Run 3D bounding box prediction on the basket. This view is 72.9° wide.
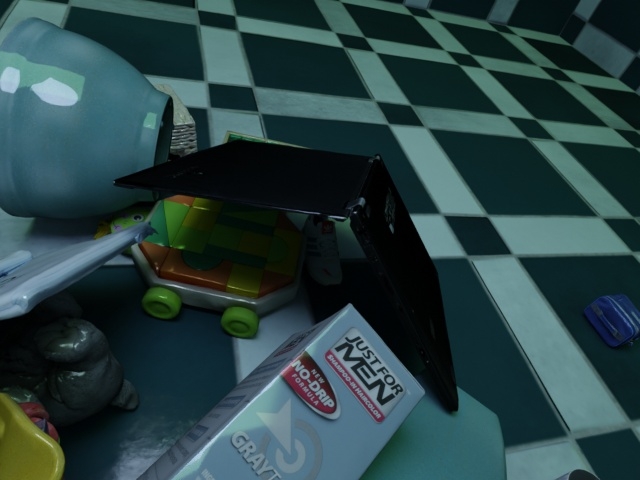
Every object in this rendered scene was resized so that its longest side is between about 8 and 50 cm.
[{"bbox_3d":[-0.329,-0.234,0.886,0.113,0.103,0.167,-17,55,-31],"label":"basket"}]

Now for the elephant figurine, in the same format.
[{"bbox_3d":[-0.343,0.164,0.436,0.186,0.169,0.239,42,54,10],"label":"elephant figurine"}]

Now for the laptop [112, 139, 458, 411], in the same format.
[{"bbox_3d":[0.000,0.000,0.651,0.408,0.236,0.382,61,19,-13],"label":"laptop"}]

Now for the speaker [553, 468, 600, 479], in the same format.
[{"bbox_3d":[0.280,0.323,0.519,0.055,0.136,0.055,9,44,-9],"label":"speaker"}]

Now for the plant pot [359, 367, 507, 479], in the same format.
[{"bbox_3d":[0.107,0.276,0.494,0.165,0.166,0.234,35,41,16],"label":"plant pot"}]

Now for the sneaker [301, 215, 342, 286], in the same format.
[{"bbox_3d":[0.004,0.006,0.782,0.057,0.075,0.161,0,47,-19],"label":"sneaker"}]

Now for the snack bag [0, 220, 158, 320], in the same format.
[{"bbox_3d":[-0.369,0.053,0.428,0.341,0.037,0.323,-16,12,-2],"label":"snack bag"}]

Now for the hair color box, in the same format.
[{"bbox_3d":[-0.094,0.230,0.381,0.374,0.185,0.114,-40,88,-29],"label":"hair color box"}]

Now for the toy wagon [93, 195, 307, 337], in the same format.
[{"bbox_3d":[-0.199,0.009,0.715,0.343,0.068,0.267,14,44,-5],"label":"toy wagon"}]

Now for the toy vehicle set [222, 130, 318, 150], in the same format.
[{"bbox_3d":[-0.086,-0.152,0.937,0.266,0.035,0.166,10,44,-9],"label":"toy vehicle set"}]

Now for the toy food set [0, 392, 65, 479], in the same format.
[{"bbox_3d":[-0.219,0.182,0.323,0.071,0.217,0.128,19,74,-42],"label":"toy food set"}]

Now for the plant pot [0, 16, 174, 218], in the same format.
[{"bbox_3d":[-0.344,-0.163,0.681,0.196,0.293,0.293,11,44,-14],"label":"plant pot"}]

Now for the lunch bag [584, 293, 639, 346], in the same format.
[{"bbox_3d":[0.567,0.156,0.833,0.065,0.067,0.099,-5,50,-22],"label":"lunch bag"}]
